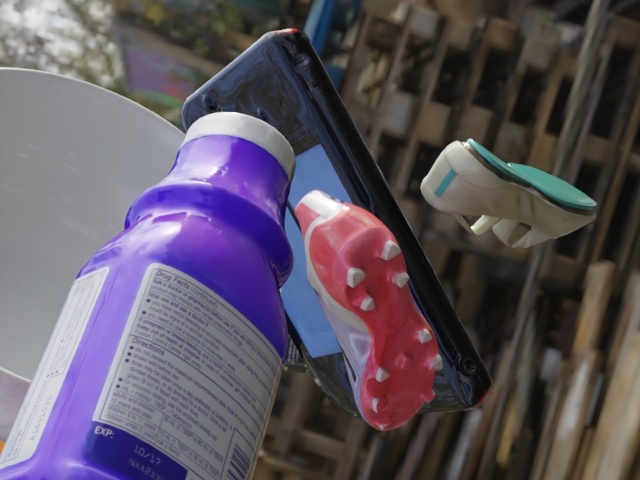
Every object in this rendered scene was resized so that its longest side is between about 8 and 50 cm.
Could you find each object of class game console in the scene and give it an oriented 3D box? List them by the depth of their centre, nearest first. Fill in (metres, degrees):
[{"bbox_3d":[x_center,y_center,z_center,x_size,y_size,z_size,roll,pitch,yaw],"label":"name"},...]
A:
[{"bbox_3d":[0.000,0.000,1.440,0.060,0.387,0.342,-30,4,-18],"label":"game console"}]

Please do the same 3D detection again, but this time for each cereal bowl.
[{"bbox_3d":[-0.208,0.031,1.123,0.141,0.339,0.339,-53,16,36],"label":"cereal bowl"}]

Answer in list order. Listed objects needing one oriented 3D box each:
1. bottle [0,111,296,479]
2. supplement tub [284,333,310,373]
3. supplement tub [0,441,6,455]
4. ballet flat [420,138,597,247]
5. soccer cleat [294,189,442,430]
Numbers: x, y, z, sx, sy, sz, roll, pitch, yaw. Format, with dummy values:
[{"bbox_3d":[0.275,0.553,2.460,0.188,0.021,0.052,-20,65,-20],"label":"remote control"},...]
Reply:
[{"bbox_3d":[-0.075,0.054,0.740,0.092,0.118,0.283,-22,38,36],"label":"bottle"},{"bbox_3d":[-0.005,0.101,1.666,0.106,0.198,0.106,-172,90,-89],"label":"supplement tub"},{"bbox_3d":[-0.340,0.282,1.330,0.338,0.207,0.207,-54,15,36],"label":"supplement tub"},{"bbox_3d":[0.176,-0.035,1.374,0.248,0.086,0.086,17,-90,-52],"label":"ballet flat"},{"bbox_3d":[0.038,0.061,1.196,0.095,0.083,0.248,45,162,40],"label":"soccer cleat"}]
